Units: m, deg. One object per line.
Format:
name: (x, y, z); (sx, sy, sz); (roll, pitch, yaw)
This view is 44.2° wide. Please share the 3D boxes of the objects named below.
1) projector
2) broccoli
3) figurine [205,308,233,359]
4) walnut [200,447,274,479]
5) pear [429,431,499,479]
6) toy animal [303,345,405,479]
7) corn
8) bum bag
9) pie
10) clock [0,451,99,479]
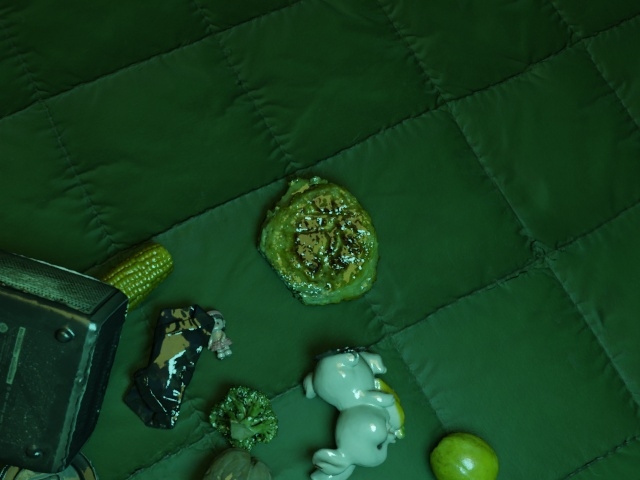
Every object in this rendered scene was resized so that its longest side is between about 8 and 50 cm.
projector: (-0.664, 0.250, 1.694); (0.405, 0.242, 0.395); (18, 103, 0)
broccoli: (-0.175, 0.418, 1.843); (0.162, 0.138, 0.146); (38, 103, -7)
figurine: (-0.261, 0.231, 1.939); (0.072, 0.054, 0.129); (-23, 82, 1)
walnut: (-0.200, 0.587, 1.765); (0.178, 0.178, 0.230); (30, 76, 3)
pear: (0.340, 0.529, 1.861); (0.162, 0.149, 0.149); (33, 70, 7)
toy animal: (0.076, 0.410, 1.856); (0.247, 0.183, 0.310); (-9, 77, -5)
corn: (-0.505, 0.140, 1.903); (0.120, 0.120, 0.363); (43, 68, 8)
bum bag: (-0.361, 0.294, 1.882); (0.137, 0.074, 0.310); (21, 79, -2)
pie: (0.000, 0.000, 2.025); (0.288, 0.103, 0.355); (-36, 81, -11)
clock: (-0.613, 0.570, 1.775); (0.226, 0.049, 0.226); (3, 70, -7)
